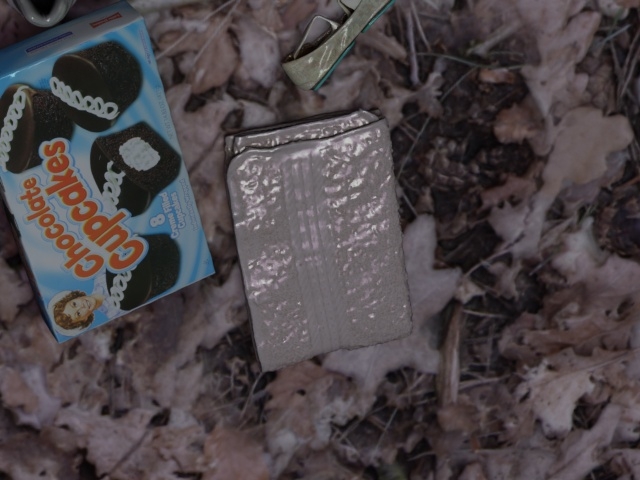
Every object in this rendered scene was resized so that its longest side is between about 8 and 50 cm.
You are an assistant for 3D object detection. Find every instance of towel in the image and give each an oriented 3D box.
[{"bbox_3d":[0.000,0.000,2.030,0.187,0.049,0.282,-13,113,-8],"label":"towel"}]

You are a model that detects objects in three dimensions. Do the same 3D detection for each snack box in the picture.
[{"bbox_3d":[-0.233,-0.065,1.890,0.187,0.060,0.322,-25,128,-15],"label":"snack box"}]

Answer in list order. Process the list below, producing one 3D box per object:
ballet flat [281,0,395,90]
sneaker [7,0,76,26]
[{"bbox_3d":[0.024,-0.229,1.948,0.052,0.057,0.168,40,97,-13],"label":"ballet flat"},{"bbox_3d":[-0.267,-0.331,1.801,0.099,0.121,0.262,-7,111,-10],"label":"sneaker"}]
